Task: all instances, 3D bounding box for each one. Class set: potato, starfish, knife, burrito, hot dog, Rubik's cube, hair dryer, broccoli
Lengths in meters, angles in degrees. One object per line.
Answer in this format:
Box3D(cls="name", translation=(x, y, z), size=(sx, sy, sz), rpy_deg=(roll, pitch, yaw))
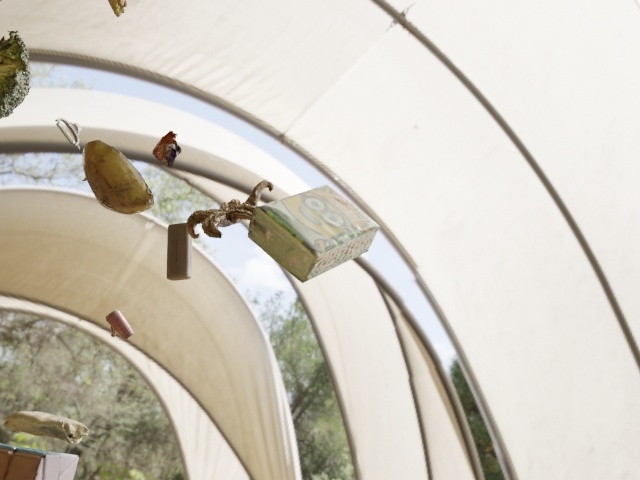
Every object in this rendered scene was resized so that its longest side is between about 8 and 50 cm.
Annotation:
Box3D(cls="potato", translation=(-0.712, -0.186, 1.979), size=(0.239, 0.116, 0.299), rpy_deg=(-3, -52, 42))
Box3D(cls="starfish", translation=(-0.253, -0.079, 1.774), size=(0.303, 0.312, 0.113), rpy_deg=(6, -57, 44))
Box3D(cls="knife", translation=(-0.912, -0.403, 2.178), size=(0.123, 0.053, 0.278), rpy_deg=(63, -8, -18))
Box3D(cls="burrito", translation=(-0.728, 0.490, 1.557), size=(0.275, 0.059, 0.082), rpy_deg=(0, -2, 30))
Box3D(cls="hot dog", translation=(-0.489, -0.613, 1.366), size=(0.061, 0.078, 0.169), rpy_deg=(-26, -50, -5))
Box3D(cls="Rubik's cube", translation=(-0.736, 0.597, 1.374), size=(0.224, 0.222, 0.231), rpy_deg=(8, -23, 3))
Box3D(cls="hair dryer", translation=(-0.709, 0.308, 2.054), size=(0.106, 0.054, 0.154), rpy_deg=(53, -35, 0))
Box3D(cls="broccoli", translation=(-0.972, -0.445, 1.565), size=(0.361, 0.252, 0.221), rpy_deg=(-3, 20, -28))

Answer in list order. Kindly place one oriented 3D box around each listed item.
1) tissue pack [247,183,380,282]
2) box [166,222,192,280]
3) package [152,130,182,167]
Box3D(cls="tissue pack", translation=(-0.015, -0.029, 1.625), size=(0.228, 0.310, 0.128), rpy_deg=(40, -53, 22))
Box3D(cls="box", translation=(-0.599, 0.048, 2.498), size=(0.103, 0.244, 0.055), rpy_deg=(-6, -16, 12))
Box3D(cls="package", translation=(-0.368, -0.221, 1.432), size=(0.033, 0.077, 0.110), rpy_deg=(14, 19, -40))
